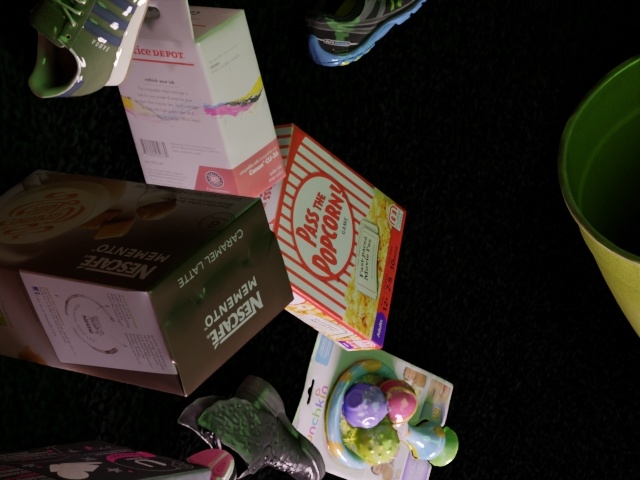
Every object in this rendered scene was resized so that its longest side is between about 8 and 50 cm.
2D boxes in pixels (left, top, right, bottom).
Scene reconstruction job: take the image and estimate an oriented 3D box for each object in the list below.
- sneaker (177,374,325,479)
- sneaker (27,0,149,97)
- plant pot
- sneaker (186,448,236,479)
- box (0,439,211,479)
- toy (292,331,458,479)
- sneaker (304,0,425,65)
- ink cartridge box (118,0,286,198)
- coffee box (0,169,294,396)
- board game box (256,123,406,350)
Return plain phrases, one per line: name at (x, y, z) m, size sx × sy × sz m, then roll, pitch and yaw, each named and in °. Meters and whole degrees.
sneaker at (-0.062, 0.195, 1.848) m, size 0.089 × 0.051 × 0.170 m, roll -53°, pitch 129°, yaw -31°
sneaker at (-0.189, -0.186, 1.559) m, size 0.086 × 0.064 × 0.192 m, roll -24°, pitch 147°, yaw -34°
plant pot at (0.485, 0.008, 2.289) m, size 0.366 × 0.366 × 0.353 m, roll -56°, pitch 146°, yaw -28°
sneaker at (-0.122, 0.270, 1.777) m, size 0.075 × 0.063 × 0.170 m, roll 46°, pitch 67°, yaw -45°
box at (-0.222, 0.261, 1.584) m, size 0.247 × 0.142 × 0.163 m, roll -1°, pitch 97°, yaw -51°
toy at (0.069, 0.184, 2.002) m, size 0.237 × 0.056 × 0.137 m, roll 29°, pitch 74°, yaw -50°
sneaker at (0.049, -0.243, 1.885) m, size 0.188 × 0.067 × 0.078 m, roll -47°, pitch 137°, yaw -32°
ink cartridge box at (-0.111, -0.134, 1.667) m, size 0.067 × 0.115 × 0.198 m, roll -38°, pitch 126°, yaw -40°
coffee box at (-0.165, 0.027, 1.525) m, size 0.141 × 0.246 × 0.098 m, roll -42°, pitch 127°, yaw -38°
board game box at (0.000, 0.000, 1.826) m, size 0.193 × 0.045 × 0.146 m, roll 35°, pitch 58°, yaw -46°
